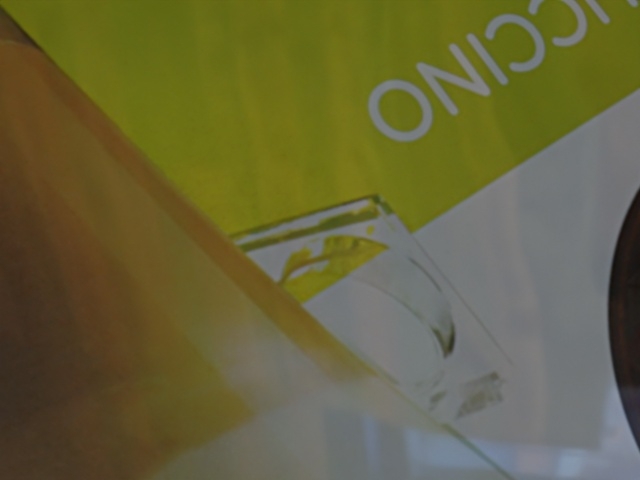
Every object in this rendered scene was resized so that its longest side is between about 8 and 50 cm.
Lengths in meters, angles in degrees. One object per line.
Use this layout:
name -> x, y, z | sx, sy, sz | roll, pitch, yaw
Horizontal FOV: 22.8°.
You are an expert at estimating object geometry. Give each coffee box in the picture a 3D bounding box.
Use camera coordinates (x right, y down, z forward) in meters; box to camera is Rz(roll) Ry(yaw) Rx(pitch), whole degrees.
coffee box -> -0.019, 0.066, 0.497 | 0.337, 0.334, 0.338 | -32, 170, -24
